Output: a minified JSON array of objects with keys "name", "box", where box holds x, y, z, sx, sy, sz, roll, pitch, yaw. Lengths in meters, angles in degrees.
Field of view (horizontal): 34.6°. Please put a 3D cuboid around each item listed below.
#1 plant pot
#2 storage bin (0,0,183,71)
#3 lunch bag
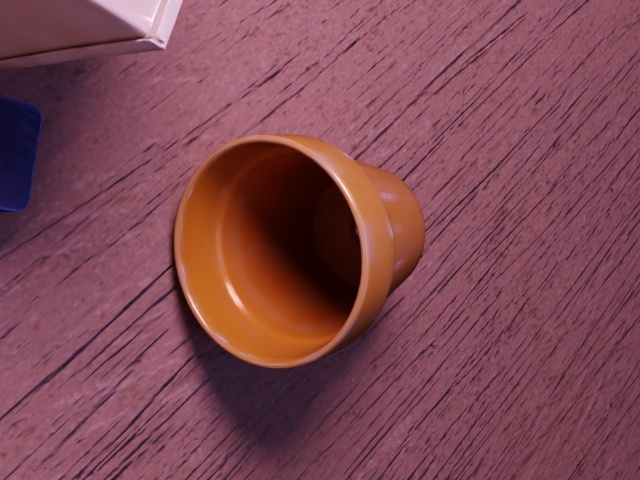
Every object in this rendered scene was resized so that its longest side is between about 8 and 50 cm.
[{"name":"plant pot","box":[0.000,0.000,0.966,0.188,0.205,0.205,-14,104,-57]},{"name":"storage bin","box":[-0.180,-0.267,0.713,0.123,0.262,0.260,27,76,-38]},{"name":"lunch bag","box":[-0.264,-0.064,0.791,0.067,0.065,0.098,15,83,-58]}]
